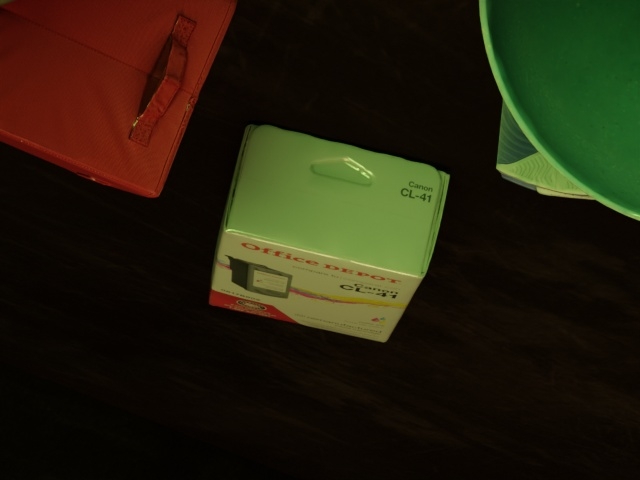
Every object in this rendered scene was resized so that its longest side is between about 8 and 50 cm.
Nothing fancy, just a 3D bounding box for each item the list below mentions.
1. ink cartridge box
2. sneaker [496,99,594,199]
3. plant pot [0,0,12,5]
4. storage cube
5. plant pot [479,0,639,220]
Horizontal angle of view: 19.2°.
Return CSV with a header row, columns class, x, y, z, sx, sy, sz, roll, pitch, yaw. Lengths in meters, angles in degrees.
class,x,y,z,sx,sy,sz,roll,pitch,yaw
ink cartridge box,0.000,0.000,2.089,0.226,0.131,0.306,13,164,-2
sneaker,0.320,-0.062,1.678,0.315,0.127,0.182,3,158,22
plant pot,-0.249,-0.269,1.199,0.280,0.323,0.323,-7,161,2
storage cube,-0.220,-0.162,1.564,0.193,0.184,0.215,23,178,-33
plant pot,0.268,-0.169,1.212,0.290,0.290,0.195,6,-162,20
